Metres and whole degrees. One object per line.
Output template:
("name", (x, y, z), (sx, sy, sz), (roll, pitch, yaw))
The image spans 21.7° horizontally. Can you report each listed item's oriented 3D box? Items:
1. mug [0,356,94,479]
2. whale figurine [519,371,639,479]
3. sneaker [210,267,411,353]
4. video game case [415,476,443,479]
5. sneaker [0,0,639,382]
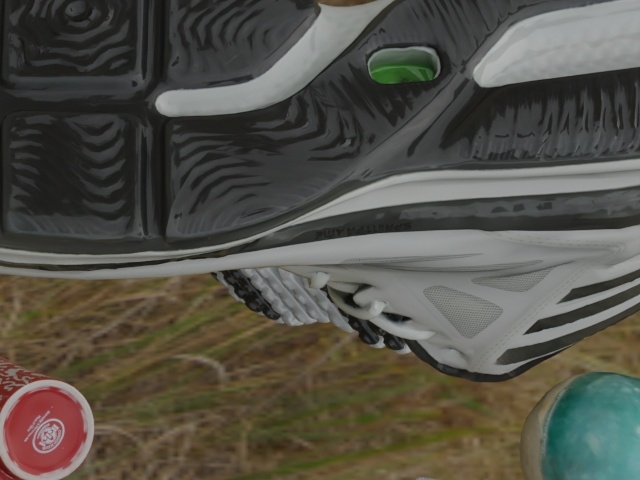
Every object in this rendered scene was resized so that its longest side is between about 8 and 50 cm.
("mug", (-0.280, 0.182, 1.503), (0.113, 0.169, 0.150), (10, 85, -31))
("whale figurine", (0.108, 0.134, 0.403), (0.272, 0.141, 0.216), (-22, 99, -36))
("sneaker", (0.000, 0.000, 1.271), (0.118, 0.292, 0.110), (-53, 129, -20))
("video game case", (0.185, 0.311, 1.306), (0.025, 0.285, 0.204), (22, 78, -58))
("sneaker", (-0.013, -0.002, 0.808), (0.448, 0.257, 0.169), (-3, 55, -1))
